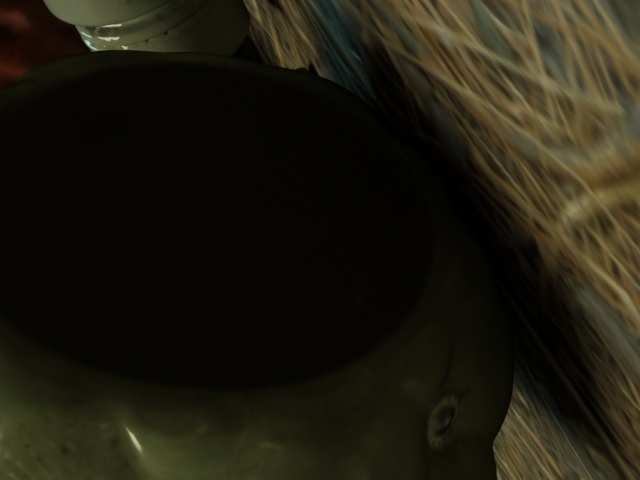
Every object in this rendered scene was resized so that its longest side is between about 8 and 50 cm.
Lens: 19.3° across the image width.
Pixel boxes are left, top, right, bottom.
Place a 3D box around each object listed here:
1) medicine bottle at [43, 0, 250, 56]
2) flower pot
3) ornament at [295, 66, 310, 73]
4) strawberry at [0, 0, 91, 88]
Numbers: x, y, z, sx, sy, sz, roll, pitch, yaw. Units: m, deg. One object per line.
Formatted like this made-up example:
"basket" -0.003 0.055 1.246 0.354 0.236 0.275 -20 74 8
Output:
"medicine bottle" -0.082 -0.126 0.745 0.080 0.080 0.130 50 171 52
"flower pot" -0.052 0.058 0.671 0.246 0.246 0.195 54 150 34
"ornament" 0.002 -0.024 0.773 0.068 0.041 0.092 7 120 53
"strawberry" -0.070 -0.009 0.942 0.336 0.149 0.265 42 -169 9
